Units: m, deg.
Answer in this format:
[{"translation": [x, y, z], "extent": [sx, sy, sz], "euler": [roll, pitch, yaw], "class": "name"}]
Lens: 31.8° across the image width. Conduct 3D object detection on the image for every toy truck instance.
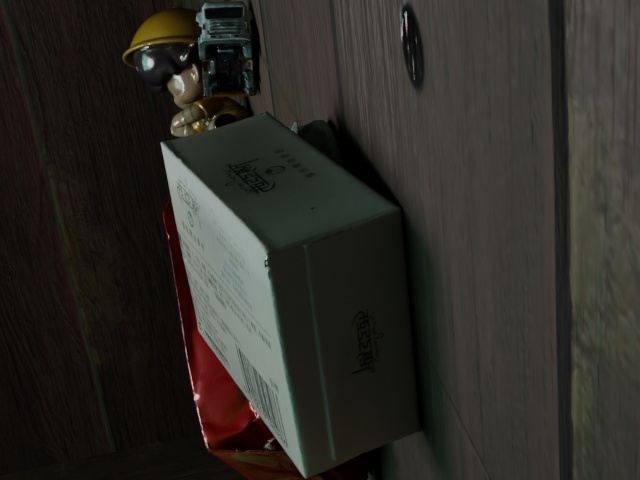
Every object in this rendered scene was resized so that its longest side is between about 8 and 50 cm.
[{"translation": [-0.133, -0.283, 1.602], "extent": [0.178, 0.080, 0.115], "euler": [98, 170, -72], "class": "toy truck"}]

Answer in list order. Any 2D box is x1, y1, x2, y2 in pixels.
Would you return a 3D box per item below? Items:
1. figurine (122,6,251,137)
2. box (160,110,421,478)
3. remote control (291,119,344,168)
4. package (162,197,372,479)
[{"translation": [-0.207, -0.266, 1.868], "extent": [0.257, 0.167, 0.192], "euler": [57, 158, 2], "class": "figurine"}, {"translation": [-0.030, 0.032, 0.950], "extent": [0.274, 0.116, 0.203], "euler": [-139, 35, -58], "class": "box"}, {"translation": [0.000, 0.000, 1.106], "extent": [0.104, 0.052, 0.247], "euler": [-121, 22, -57], "class": "remote control"}, {"translation": [-0.064, 0.090, 1.248], "extent": [0.196, 0.123, 0.424], "euler": [51, -160, -54], "class": "package"}]
